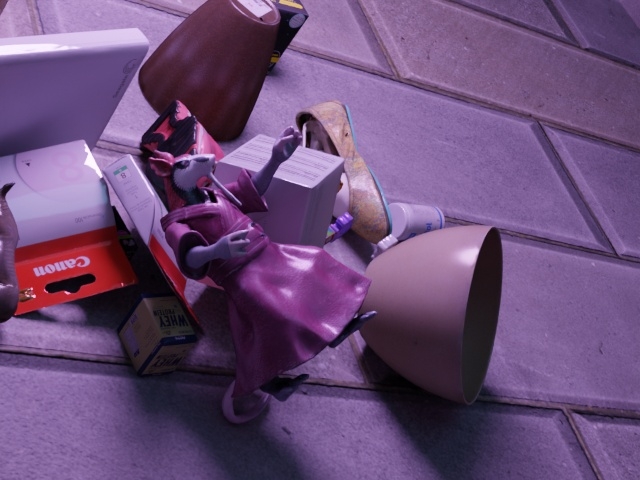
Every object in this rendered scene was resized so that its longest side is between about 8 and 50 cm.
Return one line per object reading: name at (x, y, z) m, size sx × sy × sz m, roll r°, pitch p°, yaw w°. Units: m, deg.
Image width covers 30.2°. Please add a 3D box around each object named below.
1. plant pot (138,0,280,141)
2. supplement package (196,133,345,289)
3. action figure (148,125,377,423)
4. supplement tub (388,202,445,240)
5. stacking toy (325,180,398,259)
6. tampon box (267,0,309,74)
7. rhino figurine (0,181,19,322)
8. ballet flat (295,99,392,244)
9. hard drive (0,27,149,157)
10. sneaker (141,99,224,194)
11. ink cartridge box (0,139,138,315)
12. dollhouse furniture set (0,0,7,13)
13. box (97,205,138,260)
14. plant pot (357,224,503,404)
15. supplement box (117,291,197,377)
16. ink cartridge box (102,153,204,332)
plant pot at (-0.173, -0.330, 2.086) m, size 0.215 × 0.230 × 0.215 m, roll 25°, pitch 35°, yaw -19°
supplement package at (-0.075, -0.035, 1.798) m, size 0.149 × 0.194 × 0.203 m, roll 18°, pitch 20°, yaw 10°
action figure at (-0.109, 0.021, 1.632) m, size 0.370 × 0.276 × 0.248 m, roll 47°, pitch 43°, yaw 1°
supplement tub at (0.172, -0.033, 2.202) m, size 0.107 × 0.071 × 0.071 m, roll 2°, pitch 48°, yaw -41°
stacking toy at (0.000, 0.000, 1.982) m, size 0.221 × 0.052 × 0.167 m, roll -32°, pitch 69°, yaw -29°
tampon box at (-0.124, -0.418, 2.298) m, size 0.120 × 0.161 × 0.101 m, roll 3°, pitch 47°, yaw -40°
rhino figurine at (-0.442, 0.000, 1.540) m, size 0.106 × 0.073 × 0.243 m, roll 12°, pitch 60°, yaw -36°
ballet flat at (0.029, -0.122, 2.153) m, size 0.123 × 0.123 × 0.348 m, roll 13°, pitch 42°, yaw -33°
hard drive at (-0.424, -0.193, 1.683) m, size 0.047 × 0.233 × 0.353 m, roll 49°, pitch 35°, yaw 17°
sneaker at (-0.193, -0.128, 1.880) m, size 0.136 × 0.116 × 0.314 m, roll 39°, pitch 10°, yaw -22°
ink cartridge box at (-0.375, -0.025, 1.642) m, size 0.189 × 0.066 × 0.232 m, roll -15°, pitch 55°, yaw -28°
dollhouse furniture set at (-0.628, -0.427, 1.902) m, size 0.262 × 0.135 × 0.259 m, roll 26°, pitch 24°, yaw -18°
box at (-0.316, -0.003, 1.723) m, size 0.062 × 0.052 × 0.083 m, roll -4°, pitch 51°, yaw -45°
plant pot at (0.168, 0.107, 1.898) m, size 0.191 × 0.284 × 0.284 m, roll 7°, pitch 28°, yaw 19°
supplement box at (-0.224, 0.129, 1.624) m, size 0.056 × 0.083 × 0.083 m, roll -2°, pitch 52°, yaw -43°
ink cartridge box at (-0.220, 0.005, 1.713) m, size 0.224 × 0.056 × 0.181 m, roll 54°, pitch -5°, yaw 26°
